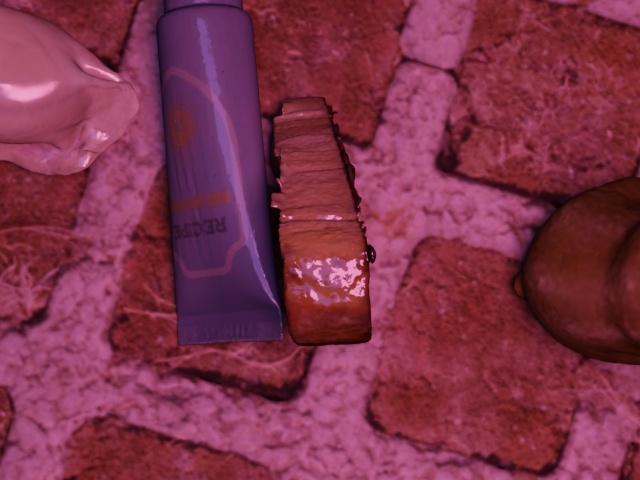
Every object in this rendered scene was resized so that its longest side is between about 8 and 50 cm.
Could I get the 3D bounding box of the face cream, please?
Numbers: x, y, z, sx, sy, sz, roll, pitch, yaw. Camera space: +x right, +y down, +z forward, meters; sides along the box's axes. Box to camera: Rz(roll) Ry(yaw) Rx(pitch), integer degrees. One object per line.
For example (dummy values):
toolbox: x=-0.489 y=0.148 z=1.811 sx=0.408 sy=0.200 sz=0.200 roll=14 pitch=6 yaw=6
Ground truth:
face cream: x=-0.097 y=-0.100 z=1.018 sx=0.136 sy=0.086 sz=0.385 roll=-8 pitch=85 yaw=42

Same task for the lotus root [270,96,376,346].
lotus root: x=0.000 y=0.000 z=0.977 sx=0.074 sy=0.260 sz=0.170 roll=-8 pitch=119 yaw=-1

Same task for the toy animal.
toy animal: x=0.299 y=0.032 z=0.904 sx=0.180 sy=0.363 sz=0.181 roll=0 pitch=91 yaw=-16

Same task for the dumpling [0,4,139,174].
dumpling: x=-0.282 y=-0.128 z=1.008 sx=0.229 sy=0.124 sz=0.151 roll=22 pitch=125 yaw=-8
